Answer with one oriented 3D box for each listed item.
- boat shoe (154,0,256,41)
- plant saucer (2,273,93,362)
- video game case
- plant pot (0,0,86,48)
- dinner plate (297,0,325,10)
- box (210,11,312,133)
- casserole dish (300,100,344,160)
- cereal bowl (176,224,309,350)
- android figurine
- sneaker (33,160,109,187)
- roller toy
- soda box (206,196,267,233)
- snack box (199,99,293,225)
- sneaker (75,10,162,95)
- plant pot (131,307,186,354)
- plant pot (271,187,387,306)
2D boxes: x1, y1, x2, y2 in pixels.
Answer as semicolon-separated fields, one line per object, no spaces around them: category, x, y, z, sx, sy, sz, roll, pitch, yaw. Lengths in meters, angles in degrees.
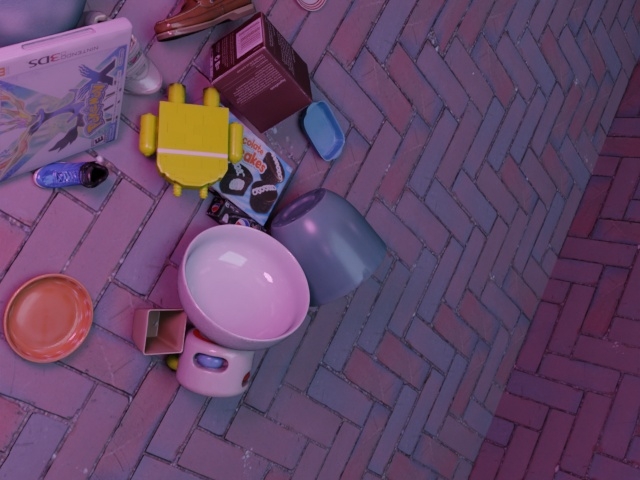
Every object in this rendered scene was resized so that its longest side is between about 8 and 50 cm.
boat shoe;-0.288;-0.559;1.680;0.307;0.110;0.105;-39;119;-44
plant saucer;-0.604;0.169;1.550;0.199;0.037;0.200;-11;106;-43
video game case;-0.525;-0.275;1.397;0.299;0.036;0.329;-30;161;-36
plant pot;-0.577;-0.453;1.319;0.293;0.293;0.196;-32;146;-36
dinner plate;-0.031;-0.713;1.951;0.141;0.017;0.141;-10;105;-42
box;-0.147;-0.416;1.747;0.203;0.167;0.169;43;27;-40
casserole dish;0.002;-0.319;2.043;0.114;0.037;0.188;-51;129;-25
cereal bowl;-0.206;0.134;1.763;0.338;0.141;0.339;18;47;-20
android figurine;-0.305;-0.235;1.669;0.248;0.056;0.273;1;81;-17
sneaker;-0.537;-0.143;1.522;0.152;0.084;0.058;-11;105;-42
roller toy;-0.263;0.301;1.787;0.209;0.191;0.147;5;100;-42
soda box;-0.221;-0.047;1.861;0.169;0.060;0.053;39;71;-41
snack box;-0.225;-0.199;1.829;0.322;0.060;0.187;39;70;-41
sneaker;-0.442;-0.409;1.545;0.252;0.111;0.103;37;72;-42
plant pot;-0.402;0.213;1.710;0.109;0.096;0.109;4;94;-44
plant pot;0.000;0.000;1.941;0.293;0.293;0.235;-46;113;-28
